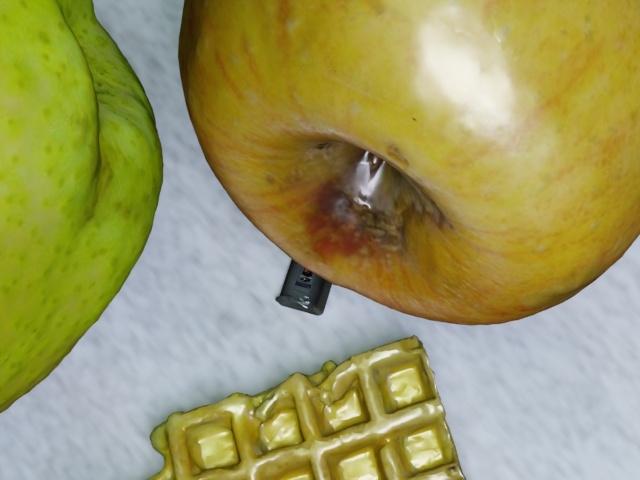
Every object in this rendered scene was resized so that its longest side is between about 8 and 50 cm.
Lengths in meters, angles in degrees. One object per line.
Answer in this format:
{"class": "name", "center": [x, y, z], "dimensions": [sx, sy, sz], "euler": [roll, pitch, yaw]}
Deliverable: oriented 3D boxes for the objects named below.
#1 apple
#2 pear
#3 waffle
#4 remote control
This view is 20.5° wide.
{"class": "apple", "center": [0.073, -0.117, 0.986], "dimensions": [0.299, 0.299, 0.275], "euler": [26, 54, 11]}
{"class": "pear", "center": [-0.274, -0.046, 0.969], "dimensions": [0.391, 0.391, 0.391], "euler": [-1, 77, 6]}
{"class": "waffle", "center": [-0.011, 0.193, 1.035], "dimensions": [0.219, 0.057, 0.229], "euler": [-17, 77, 3]}
{"class": "remote control", "center": [0.000, 0.000, 1.098], "dimensions": [0.034, 0.016, 0.091], "euler": [15, 79, 14]}
